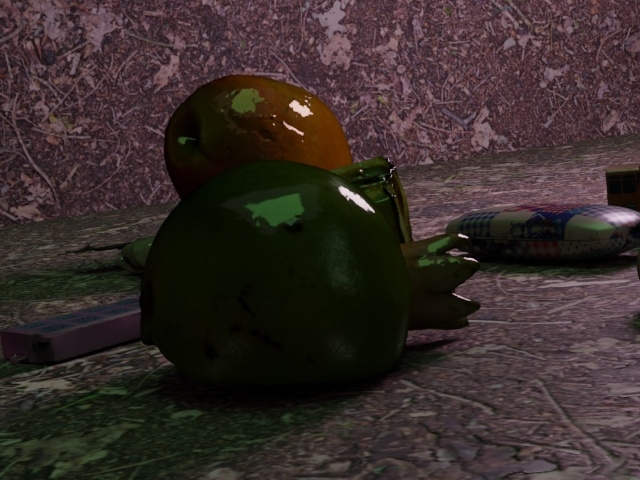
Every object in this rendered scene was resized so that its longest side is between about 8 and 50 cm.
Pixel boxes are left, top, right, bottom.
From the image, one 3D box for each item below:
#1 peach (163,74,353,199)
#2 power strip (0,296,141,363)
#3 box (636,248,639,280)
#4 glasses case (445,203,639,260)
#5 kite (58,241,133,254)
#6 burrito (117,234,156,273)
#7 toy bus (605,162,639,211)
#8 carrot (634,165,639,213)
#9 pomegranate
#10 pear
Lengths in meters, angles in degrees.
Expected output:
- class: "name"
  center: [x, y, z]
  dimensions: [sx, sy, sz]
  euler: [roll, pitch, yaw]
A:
- class: "peach"
  center: [-0.097, -0.139, 2.097]
  dimensions: [0.373, 0.289, 0.372]
  euler: [24, 3, -1]
- class: "power strip"
  center: [-0.263, 0.104, 1.483]
  dimensions: [0.279, 0.037, 0.109]
  euler: [-14, 10, -43]
- class: "box"
  center: [0.444, 0.023, 1.272]
  dimensions: [0.200, 0.088, 0.146]
  euler: [-7, 6, 4]
- class: "glasses case"
  center: [0.321, -0.013, 1.705]
  dimensions: [0.125, 0.076, 0.327]
  euler: [-15, 10, -38]
- class: "kite"
  center: [-0.288, 0.002, 2.203]
  dimensions: [0.406, 0.014, 0.368]
  euler: [-5, -2, -35]
- class: "burrito"
  center: [-0.208, 0.025, 1.912]
  dimensions: [0.117, 0.076, 0.392]
  euler: [-19, 11, -34]
- class: "toy bus"
  center: [0.565, -0.086, 1.935]
  dimensions: [0.182, 0.103, 0.091]
  euler: [-3, 9, 24]
- class: "carrot"
  center: [0.601, -0.103, 1.727]
  dimensions: [0.254, 0.196, 0.196]
  euler: [-9, 8, -20]
- class: "pomegranate"
  center: [-0.011, 0.021, 1.212]
  dimensions: [0.359, 0.216, 0.310]
  euler: [-8, 4, -17]
- class: "pear"
  center: [0.000, 0.000, 1.621]
  dimensions: [0.255, 0.164, 0.238]
  euler: [-12, 17, 3]
